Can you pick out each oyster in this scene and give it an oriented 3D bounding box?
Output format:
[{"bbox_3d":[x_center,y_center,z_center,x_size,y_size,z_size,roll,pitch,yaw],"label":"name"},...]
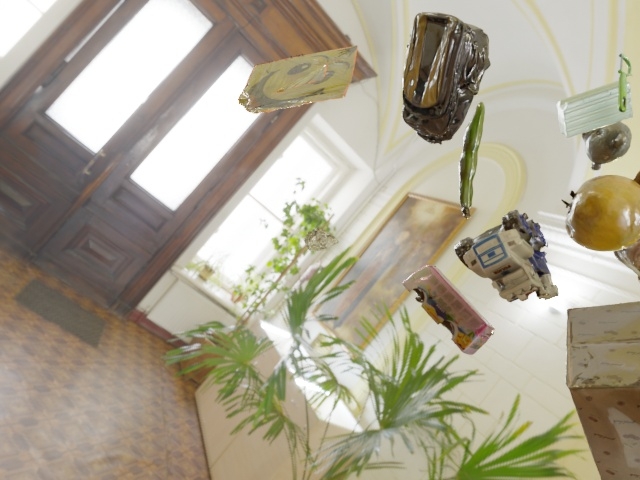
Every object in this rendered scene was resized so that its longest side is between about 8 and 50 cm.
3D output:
[{"bbox_3d":[0.000,0.001,1.470,0.098,0.100,0.037,48,-27,-8],"label":"oyster"}]

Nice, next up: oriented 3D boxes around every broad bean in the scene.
[{"bbox_3d":[0.377,-0.203,1.123,0.043,0.297,0.060,6,4,-7],"label":"broad bean"}]

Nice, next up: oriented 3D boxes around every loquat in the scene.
[{"bbox_3d":[0.761,-0.074,1.190,0.213,0.213,0.213,40,-4,3],"label":"loquat"}]

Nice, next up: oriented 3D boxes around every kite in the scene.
[{"bbox_3d":[-0.042,-0.379,1.023,0.377,0.328,0.013,42,-19,46],"label":"kite"}]

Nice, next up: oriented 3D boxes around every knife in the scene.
[{"bbox_3d":[0.821,-0.419,1.198,0.054,0.211,0.015,30,-27,-17],"label":"knife"}]

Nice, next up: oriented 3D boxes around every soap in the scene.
[{"bbox_3d":[0.880,-0.422,1.428,0.066,0.198,0.118,-78,148,-62],"label":"soap"}]

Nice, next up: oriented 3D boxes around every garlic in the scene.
[{"bbox_3d":[1.098,0.058,1.447,0.245,0.161,0.245,46,14,-14],"label":"garlic"}]

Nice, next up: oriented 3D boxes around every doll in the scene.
[{"bbox_3d":[1.096,-0.436,1.742,0.158,0.340,0.245,5,-33,10],"label":"doll"}]

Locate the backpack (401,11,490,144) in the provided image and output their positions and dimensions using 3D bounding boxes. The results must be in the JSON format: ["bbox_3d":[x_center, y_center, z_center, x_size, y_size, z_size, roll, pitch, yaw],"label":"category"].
[{"bbox_3d":[0.258,-0.338,0.955,0.133,0.258,0.206,-2,30,-25],"label":"backpack"}]

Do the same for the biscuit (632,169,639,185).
[{"bbox_3d":[1.065,-0.227,1.373,0.381,0.358,0.074,-3,38,-44],"label":"biscuit"}]

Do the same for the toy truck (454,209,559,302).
[{"bbox_3d":[0.416,0.054,0.965,0.213,0.161,0.176,16,49,-44],"label":"toy truck"}]

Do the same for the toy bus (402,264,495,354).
[{"bbox_3d":[0.356,0.187,1.253,0.090,0.112,0.274,22,23,-48],"label":"toy bus"}]

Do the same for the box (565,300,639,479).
[{"bbox_3d":[0.548,0.277,0.740,0.191,0.225,0.296,-14,-71,33],"label":"box"}]
